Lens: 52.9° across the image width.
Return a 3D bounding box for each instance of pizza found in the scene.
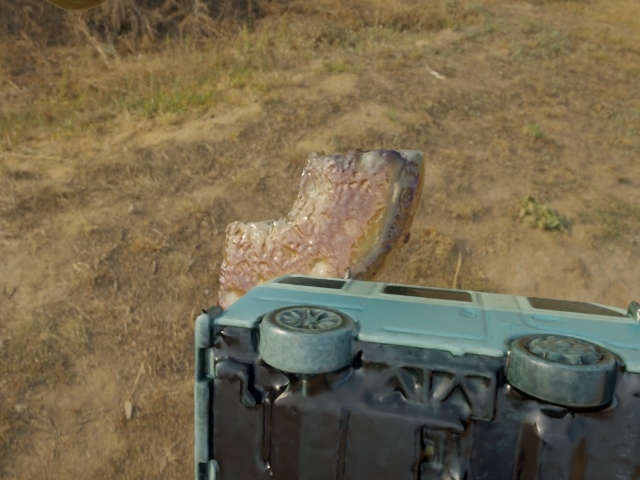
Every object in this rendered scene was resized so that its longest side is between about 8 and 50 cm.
[{"bbox_3d":[0.000,0.000,0.738,0.161,0.305,0.086,50,13,13],"label":"pizza"}]

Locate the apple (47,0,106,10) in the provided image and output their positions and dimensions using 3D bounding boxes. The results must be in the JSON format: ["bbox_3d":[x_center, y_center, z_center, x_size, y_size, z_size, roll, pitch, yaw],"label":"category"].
[{"bbox_3d":[-0.218,-0.249,0.564,0.090,0.089,0.074,2,10,-9],"label":"apple"}]

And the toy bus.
[{"bbox_3d":[0.078,0.095,0.383,0.272,0.133,0.165,5,13,11],"label":"toy bus"}]
